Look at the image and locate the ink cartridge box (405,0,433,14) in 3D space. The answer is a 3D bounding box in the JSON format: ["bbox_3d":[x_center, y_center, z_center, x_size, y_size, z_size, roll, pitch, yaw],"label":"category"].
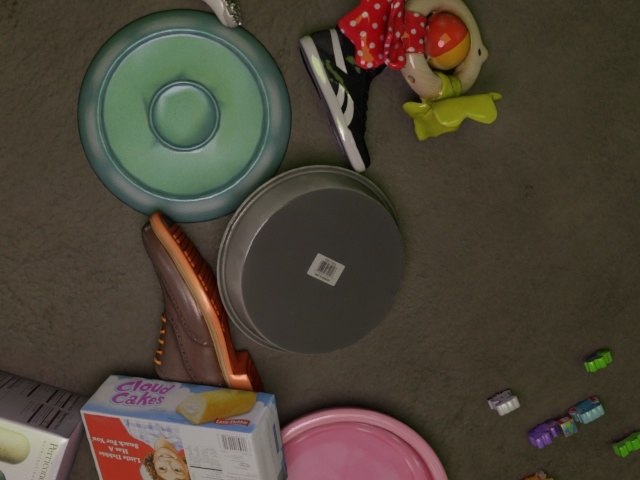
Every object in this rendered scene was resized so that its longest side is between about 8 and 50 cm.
[{"bbox_3d":[0.111,-0.435,1.237,0.179,0.045,0.146,17,92,-25],"label":"ink cartridge box"}]

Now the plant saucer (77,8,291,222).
[{"bbox_3d":[-0.199,-0.182,1.217,0.317,0.044,0.318,-1,95,-6],"label":"plant saucer"}]

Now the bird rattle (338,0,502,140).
[{"bbox_3d":[0.152,-0.272,1.193,0.253,0.143,0.207,47,59,-17],"label":"bird rattle"}]

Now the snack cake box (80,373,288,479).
[{"bbox_3d":[-0.189,0.287,1.160,0.264,0.089,0.152,3,119,19],"label":"snack cake box"}]

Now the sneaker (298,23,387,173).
[{"bbox_3d":[0.061,-0.218,1.220,0.121,0.079,0.217,-23,96,-4],"label":"sneaker"}]

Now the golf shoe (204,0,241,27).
[{"bbox_3d":[-0.180,-0.377,1.201,0.086,0.069,0.176,-28,91,15],"label":"golf shoe"}]

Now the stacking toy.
[{"bbox_3d":[0.389,0.287,1.309,0.221,0.052,0.167,-24,98,-5],"label":"stacking toy"}]

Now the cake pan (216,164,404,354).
[{"bbox_3d":[-0.002,0.039,1.198,0.293,0.054,0.293,-7,109,-20],"label":"cake pan"}]

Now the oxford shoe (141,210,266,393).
[{"bbox_3d":[-0.195,0.137,1.202,0.132,0.130,0.364,-22,96,3],"label":"oxford shoe"}]

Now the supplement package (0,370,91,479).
[{"bbox_3d":[-0.485,0.298,1.147,0.262,0.198,0.199,18,92,-7],"label":"supplement package"}]

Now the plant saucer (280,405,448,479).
[{"bbox_3d":[0.033,0.411,1.265,0.331,0.084,0.332,0,94,-6],"label":"plant saucer"}]
